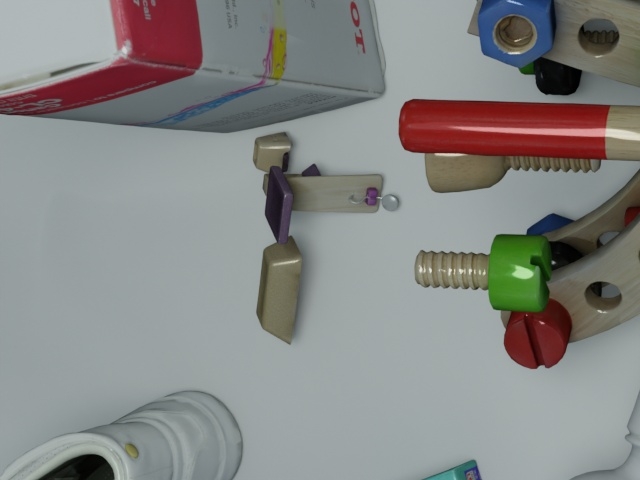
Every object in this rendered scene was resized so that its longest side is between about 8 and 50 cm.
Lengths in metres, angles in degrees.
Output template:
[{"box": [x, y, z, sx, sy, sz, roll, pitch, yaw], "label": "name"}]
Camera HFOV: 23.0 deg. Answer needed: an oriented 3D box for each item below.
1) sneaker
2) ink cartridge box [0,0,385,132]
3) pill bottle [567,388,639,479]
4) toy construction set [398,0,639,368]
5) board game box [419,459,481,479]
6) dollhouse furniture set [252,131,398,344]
[{"box": [-0.197, 0.205, 1.011, 0.292, 0.169, 0.108, -44, 76, 19], "label": "sneaker"}, {"box": [-0.094, -0.183, 0.889, 0.131, 0.306, 0.226, -12, 85, 24], "label": "ink cartridge box"}, {"box": [0.178, 0.248, 0.827, 0.181, 0.181, 0.323, 18, 89, 22], "label": "pill bottle"}, {"box": [0.191, -0.048, 0.784, 0.237, 0.309, 0.257, 3, 99, 19], "label": "toy construction set"}, {"box": [0.025, 0.246, 0.979, 0.210, 0.047, 0.160, -24, 81, 20], "label": "board game box"}, {"box": [0.000, 0.000, 1.011, 0.081, 0.091, 0.114, 0, 118, -16], "label": "dollhouse furniture set"}]
